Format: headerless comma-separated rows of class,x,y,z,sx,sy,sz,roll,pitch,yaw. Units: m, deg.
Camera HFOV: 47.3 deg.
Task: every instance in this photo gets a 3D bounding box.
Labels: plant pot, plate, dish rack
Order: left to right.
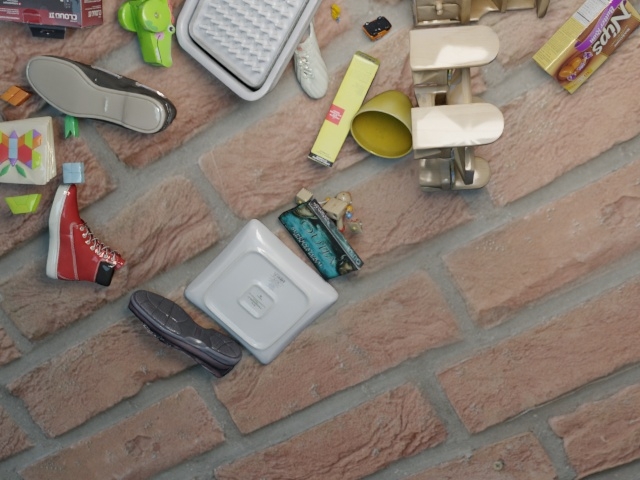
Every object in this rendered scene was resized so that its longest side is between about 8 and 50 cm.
dish rack,-0.123,-0.470,1.432,0.285,0.072,0.333,42,113,22
plate,-0.145,0.133,1.718,0.277,0.045,0.278,43,110,-7
plant pot,0.138,-0.247,1.474,0.134,0.095,0.134,18,149,11

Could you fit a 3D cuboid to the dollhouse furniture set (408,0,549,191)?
dollhouse furniture set,0.297,-0.308,1.330,0.256,0.362,0.394,-2,82,10

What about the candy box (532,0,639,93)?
candy box,0.510,-0.384,1.392,0.109,0.053,0.187,24,119,-40

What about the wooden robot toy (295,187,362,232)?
wooden robot toy,0.035,-0.075,1.608,0.173,0.079,0.076,24,148,25

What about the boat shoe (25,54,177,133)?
boat shoe,-0.473,-0.315,1.589,0.335,0.095,0.112,21,109,6

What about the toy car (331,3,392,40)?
toy car,0.083,-0.445,1.482,0.122,0.060,0.040,37,157,12

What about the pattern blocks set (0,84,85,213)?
pattern blocks set,-0.684,-0.202,1.644,0.324,0.026,0.286,-12,90,15

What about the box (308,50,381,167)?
box,0.050,-0.272,1.515,0.058,0.087,0.232,26,113,-1

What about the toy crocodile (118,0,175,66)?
toy crocodile,-0.359,-0.523,1.483,0.115,0.105,0.341,12,120,50

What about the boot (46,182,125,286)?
boot,-0.540,-0.012,1.712,0.176,0.088,0.244,9,112,-2

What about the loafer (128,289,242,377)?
loafer,-0.337,0.234,1.756,0.302,0.109,0.095,32,116,-7

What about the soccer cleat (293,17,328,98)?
soccer cleat,-0.029,-0.383,1.490,0.068,0.076,0.196,-8,109,12

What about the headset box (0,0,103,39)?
headset box,-0.570,-0.563,1.490,0.218,0.110,0.293,6,111,7

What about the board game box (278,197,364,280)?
board game box,0.000,0.000,1.619,0.186,0.026,0.126,52,143,-12
